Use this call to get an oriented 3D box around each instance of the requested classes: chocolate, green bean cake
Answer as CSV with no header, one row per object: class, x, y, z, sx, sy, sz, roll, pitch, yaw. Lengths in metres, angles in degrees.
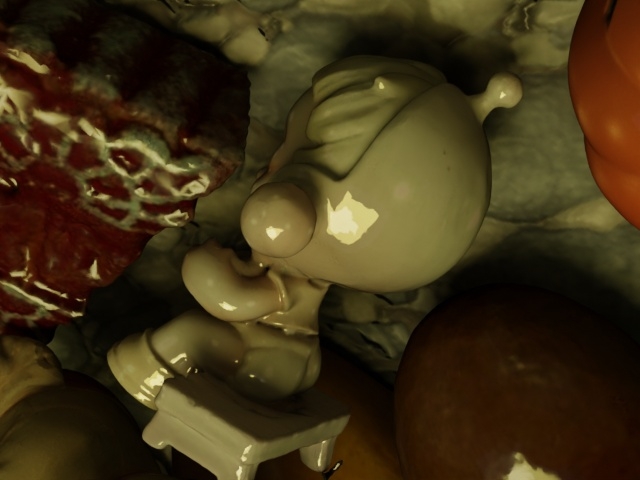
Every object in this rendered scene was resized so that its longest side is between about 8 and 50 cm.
chocolate,0.117,0.102,0.998,0.176,0.177,0.177,9,131,11
green bean cake,-0.165,-0.035,0.999,0.198,0.097,0.233,27,132,-6

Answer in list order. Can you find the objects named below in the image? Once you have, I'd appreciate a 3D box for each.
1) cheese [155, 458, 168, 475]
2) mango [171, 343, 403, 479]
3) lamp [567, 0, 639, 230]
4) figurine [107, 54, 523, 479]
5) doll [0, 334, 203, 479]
cheese,-0.260,0.220,1.159,0.251,0.248,0.174,28,133,2
mango,0.022,0.207,1.099,0.201,0.199,0.350,-30,106,2
lamp,0.207,-0.072,0.802,0.187,0.164,0.188,8,131,9
figurine,0.005,0.005,0.915,0.182,0.144,0.257,17,108,-50
doll,-0.130,0.177,0.979,0.256,0.152,0.196,30,111,45
